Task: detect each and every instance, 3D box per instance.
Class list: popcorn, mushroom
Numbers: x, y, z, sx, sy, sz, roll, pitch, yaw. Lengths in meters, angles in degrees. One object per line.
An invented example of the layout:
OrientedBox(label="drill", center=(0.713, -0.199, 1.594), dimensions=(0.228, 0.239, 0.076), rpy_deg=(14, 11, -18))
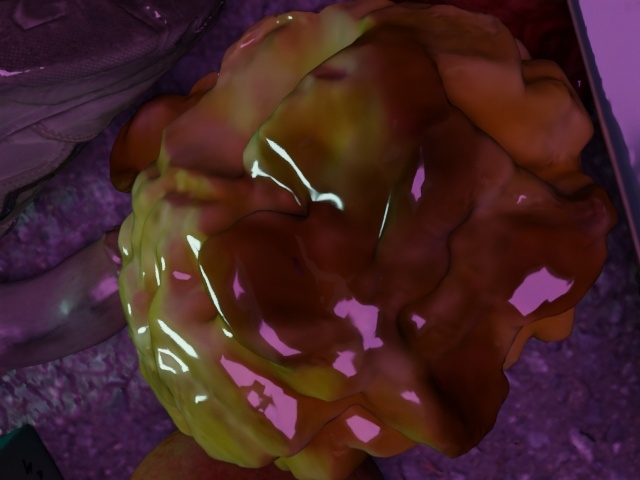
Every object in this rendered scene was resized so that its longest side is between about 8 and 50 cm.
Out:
OrientedBox(label="popcorn", center=(0.000, 0.000, 0.516), dimensions=(0.332, 0.225, 0.264), rpy_deg=(10, 73, 41))
OrientedBox(label="mushroom", center=(-0.235, 0.055, 0.631), dimensions=(0.278, 0.099, 0.096), rpy_deg=(-12, 115, 2))

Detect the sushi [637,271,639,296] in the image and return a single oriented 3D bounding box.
OrientedBox(label="sushi", center=(0.380, 0.045, 0.544), dimensions=(0.352, 0.178, 0.294), rpy_deg=(-8, 103, 6))

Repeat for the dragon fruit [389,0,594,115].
OrientedBox(label="dragon fruit", center=(0.147, -0.209, 0.520), dimensions=(0.240, 0.302, 0.330), rpy_deg=(-18, 120, -25))

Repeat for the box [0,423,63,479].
OrientedBox(label="box", center=(-0.230, 0.243, 0.589), dimensions=(0.092, 0.245, 0.153), rpy_deg=(-27, 100, 8))

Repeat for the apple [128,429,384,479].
OrientedBox(label="apple", center=(-0.045, 0.203, 0.593), dimensions=(0.164, 0.209, 0.209), rpy_deg=(17, 103, 19))

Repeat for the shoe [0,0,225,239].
OrientedBox(label="shoe", center=(-0.214, -0.080, 0.565), dimensions=(0.342, 0.210, 0.132), rpy_deg=(-34, 79, -23))

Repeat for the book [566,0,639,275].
OrientedBox(label="book", center=(0.283, -0.010, 0.427), dimensions=(0.264, 0.031, 0.379), rpy_deg=(-16, 105, 12))
